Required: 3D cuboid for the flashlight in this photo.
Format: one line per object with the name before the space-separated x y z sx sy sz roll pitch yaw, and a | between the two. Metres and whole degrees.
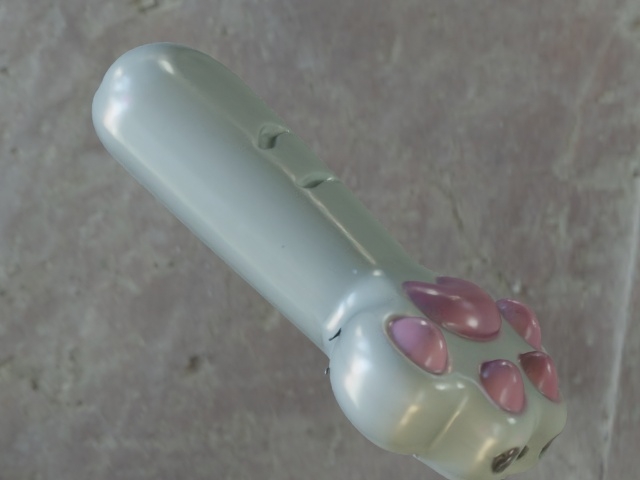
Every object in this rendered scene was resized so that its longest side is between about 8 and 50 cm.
flashlight | 0.000 0.000 0.569 0.200 0.093 0.047 44 115 24
